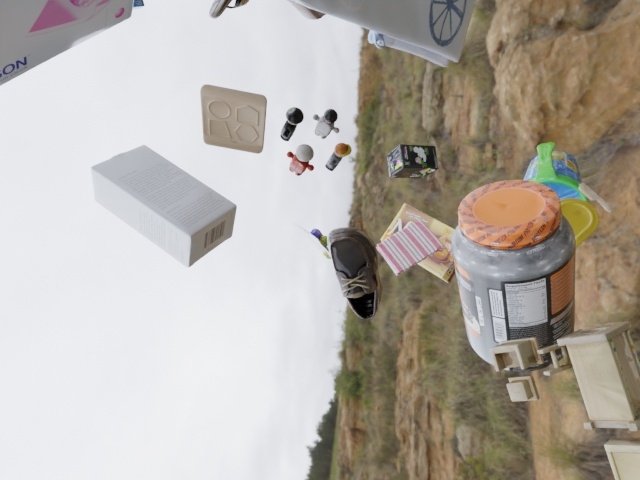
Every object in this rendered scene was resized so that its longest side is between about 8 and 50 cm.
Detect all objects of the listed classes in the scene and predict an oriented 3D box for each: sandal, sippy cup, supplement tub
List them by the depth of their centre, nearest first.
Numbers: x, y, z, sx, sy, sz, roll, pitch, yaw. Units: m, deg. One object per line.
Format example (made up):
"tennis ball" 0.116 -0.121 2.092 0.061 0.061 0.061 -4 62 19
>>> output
"supplement tub" 0.341 0.065 0.804 0.193 0.193 0.316 -71 -32 -50
"sandal" -0.205 -0.661 1.198 0.219 0.090 0.060 -49 -52 -4
"sippy cup" 0.845 -0.204 1.664 0.305 0.240 0.224 103 -170 -53

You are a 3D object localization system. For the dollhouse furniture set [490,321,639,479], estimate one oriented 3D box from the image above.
"dollhouse furniture set" 0.341 0.214 0.604 0.101 0.161 0.182 -4 -103 -40

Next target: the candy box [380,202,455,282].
"candy box" 0.412 0.004 1.779 0.183 0.316 0.087 -57 -39 2

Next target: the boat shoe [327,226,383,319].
"boat shoe" 0.113 0.104 1.311 0.355 0.132 0.130 60 -158 -44

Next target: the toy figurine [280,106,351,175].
"toy figurine" -0.019 -0.337 1.522 0.148 0.209 0.213 131 128 -64

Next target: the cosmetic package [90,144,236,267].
"cosmetic package" -0.541 -0.129 1.580 0.230 0.453 0.161 -42 -21 -44

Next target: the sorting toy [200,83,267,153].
"sorting toy" -0.262 -0.367 1.379 0.208 0.193 0.038 105 173 -50

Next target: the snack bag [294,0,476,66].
"snack bag" 0.100 -0.367 0.466 0.342 0.037 0.323 -12 -59 -46

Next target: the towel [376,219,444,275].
"towel" 0.314 0.023 1.606 0.144 0.197 0.029 57 174 33

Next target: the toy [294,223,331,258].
"toy" 0.000 0.000 1.848 0.056 0.137 0.237 -50 -36 -10

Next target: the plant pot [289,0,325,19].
"plant pot" -0.038 -0.741 1.317 0.165 0.167 0.167 10 -95 -67

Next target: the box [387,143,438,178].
"box" 0.188 -0.161 0.936 0.062 0.083 0.052 146 121 -67

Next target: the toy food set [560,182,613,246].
"toy food set" 0.704 -0.045 1.286 0.218 0.128 0.071 -39 -30 -4

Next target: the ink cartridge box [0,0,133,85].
"ink cartridge box" -0.370 -0.355 0.582 0.324 0.071 0.330 -49 9 -30

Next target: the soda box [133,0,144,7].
"soda box" -0.582 -0.635 1.194 0.210 0.071 0.067 -21 -63 -26
